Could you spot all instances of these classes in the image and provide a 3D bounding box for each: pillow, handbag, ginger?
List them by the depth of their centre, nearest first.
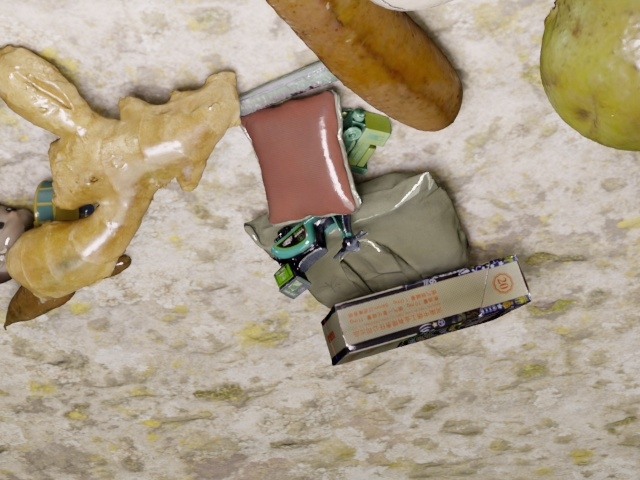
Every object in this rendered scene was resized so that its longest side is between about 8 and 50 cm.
[{"bbox_3d":[-0.286,-0.086,1.429,0.348,0.122,0.363,1,100,5],"label":"ginger"},{"bbox_3d":[-0.024,-0.115,1.470,0.171,0.075,0.179,-8,100,35],"label":"pillow"},{"bbox_3d":[0.075,-0.003,1.633,0.316,0.109,0.253,-18,142,20],"label":"handbag"}]

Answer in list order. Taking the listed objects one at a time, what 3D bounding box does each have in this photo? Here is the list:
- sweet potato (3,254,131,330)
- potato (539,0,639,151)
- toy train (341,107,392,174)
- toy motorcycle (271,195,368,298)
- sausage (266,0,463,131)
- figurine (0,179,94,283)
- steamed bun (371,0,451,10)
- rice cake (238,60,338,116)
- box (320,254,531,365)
[{"bbox_3d":[-0.448,0.073,1.757,0.270,0.074,0.075,-26,135,14],"label":"sweet potato"},{"bbox_3d":[0.431,-0.201,1.309,0.280,0.212,0.330,-25,132,27],"label":"potato"},{"bbox_3d":[0.049,-0.146,1.508,0.081,0.050,0.122,9,140,-23],"label":"toy train"},{"bbox_3d":[0.000,0.000,1.507,0.173,0.100,0.058,-38,142,16],"label":"toy motorcycle"},{"bbox_3d":[0.032,-0.284,1.277,0.123,0.136,0.501,9,154,45],"label":"sausage"},{"bbox_3d":[-0.498,-0.011,1.603,0.276,0.161,0.158,-6,113,5],"label":"figurine"},{"bbox_3d":[0.125,-0.362,1.165,0.228,0.130,0.177,-17,148,-21],"label":"steamed bun"},{"bbox_3d":[-0.044,-0.216,1.431,0.208,0.033,0.033,-18,124,22],"label":"rice cake"},{"bbox_3d":[0.163,0.117,1.669,0.310,0.084,0.198,-15,169,-9],"label":"box"}]
